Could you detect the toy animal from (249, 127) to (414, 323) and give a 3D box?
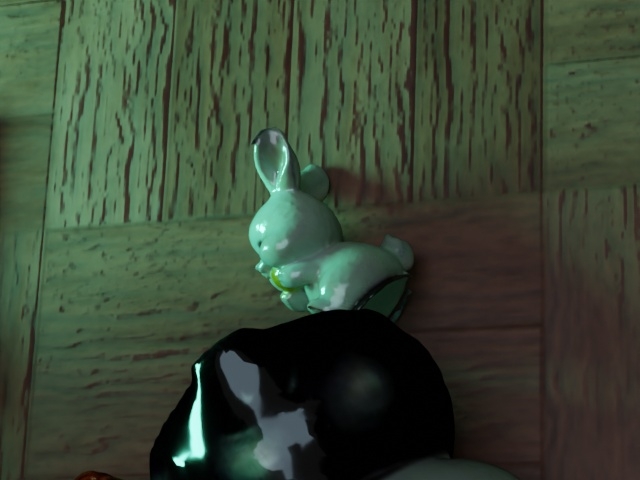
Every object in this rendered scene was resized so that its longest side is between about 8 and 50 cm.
[{"bbox_3d":[-0.004,0.005,1.189,0.124,0.071,0.085,40,89,27],"label":"toy animal"}]

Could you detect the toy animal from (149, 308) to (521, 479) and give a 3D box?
[{"bbox_3d":[0.023,0.169,1.073,0.187,0.165,0.235,-38,66,6],"label":"toy animal"}]

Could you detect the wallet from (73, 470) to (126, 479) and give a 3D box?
[{"bbox_3d":[-0.179,0.236,1.135,0.067,0.141,0.241,38,87,21],"label":"wallet"}]
